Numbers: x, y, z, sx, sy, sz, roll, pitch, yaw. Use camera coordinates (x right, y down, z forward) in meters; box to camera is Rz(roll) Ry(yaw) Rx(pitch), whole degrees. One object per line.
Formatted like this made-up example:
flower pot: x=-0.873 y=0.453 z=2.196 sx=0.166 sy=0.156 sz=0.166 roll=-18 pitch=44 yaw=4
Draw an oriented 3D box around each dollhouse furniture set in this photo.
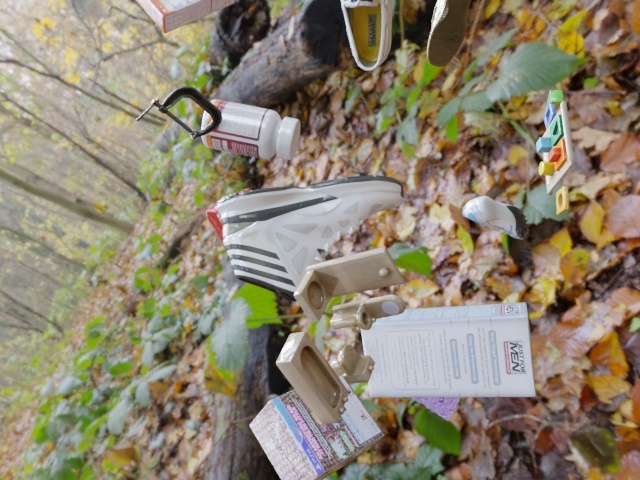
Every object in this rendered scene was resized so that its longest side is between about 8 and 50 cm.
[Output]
dollhouse furniture set: x=0.042 y=0.120 z=0.698 sx=0.123 sy=0.144 sz=0.151 roll=-16 pitch=29 yaw=33

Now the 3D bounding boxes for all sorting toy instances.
sorting toy: x=0.613 y=-0.238 z=1.478 sx=0.196 sy=0.047 sz=0.347 roll=79 pitch=-167 yaw=-66

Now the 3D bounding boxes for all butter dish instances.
butter dish: x=-0.246 y=-0.057 z=1.697 sx=0.160 sy=0.160 sz=0.118 roll=-30 pitch=9 yaw=-9

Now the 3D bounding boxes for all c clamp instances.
c clamp: x=-0.308 y=-0.281 z=1.257 sx=0.137 sy=0.161 sz=0.022 roll=-42 pitch=47 yaw=16

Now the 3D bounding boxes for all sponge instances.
sponge: x=0.299 y=0.423 z=1.616 sx=0.031 sy=0.210 sz=0.117 roll=-41 pitch=-28 yaw=-46

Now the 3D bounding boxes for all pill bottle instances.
pill bottle: x=-0.168 y=-0.266 z=1.365 sx=0.121 sy=0.221 sz=0.121 roll=12 pitch=-90 yaw=-85

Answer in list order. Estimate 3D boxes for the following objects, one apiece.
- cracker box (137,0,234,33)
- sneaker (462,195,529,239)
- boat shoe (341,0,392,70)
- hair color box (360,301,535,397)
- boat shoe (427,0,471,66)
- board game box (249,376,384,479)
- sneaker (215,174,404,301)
cracker box: x=-0.365 y=-0.671 z=1.496 sx=0.232 sy=0.156 sz=0.067 roll=-36 pitch=-12 yaw=-25
sneaker: x=0.499 y=-0.062 z=1.572 sx=0.086 sy=0.237 sz=0.085 roll=-16 pitch=58 yaw=55
boat shoe: x=0.096 y=-0.564 z=1.265 sx=0.156 sy=0.136 sz=0.367 roll=-72 pitch=-19 yaw=-53
hair color box: x=0.295 y=0.258 z=1.305 sx=0.374 sy=0.185 sz=0.113 roll=-6 pitch=7 yaw=20
boat shoe: x=0.187 y=-0.321 z=0.806 sx=0.045 sy=0.050 sz=0.135 roll=-87 pitch=12 yaw=-60
board game box: x=-0.007 y=0.537 z=1.581 sx=0.232 sy=0.291 sz=0.141 roll=53 pitch=127 yaw=24
sneaker: x=-0.001 y=0.000 z=1.272 sx=0.169 sy=0.447 sz=0.257 roll=168 pitch=92 yaw=-70
